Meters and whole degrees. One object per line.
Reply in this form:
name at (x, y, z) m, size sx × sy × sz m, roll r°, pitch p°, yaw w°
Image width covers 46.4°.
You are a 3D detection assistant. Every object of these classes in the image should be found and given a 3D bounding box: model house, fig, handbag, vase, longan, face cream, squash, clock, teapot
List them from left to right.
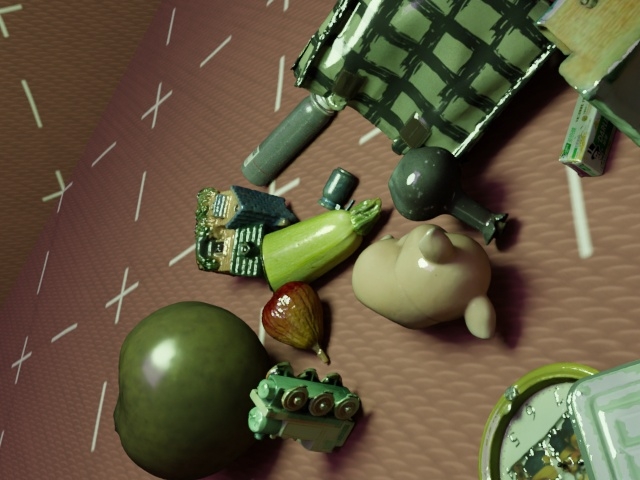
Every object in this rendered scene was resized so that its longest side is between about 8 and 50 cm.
longan at (-0.231, 0.270, 1.353) m, size 0.319 × 0.319 × 0.319 m, roll -31°, pitch 46°, yaw 39°
model house at (-0.153, -0.015, 1.553) m, size 0.172 × 0.166 × 0.183 m, roll 0°, pitch 81°, yaw 50°
face cream at (-0.064, -0.229, 1.638) m, size 0.283 × 0.073 × 0.073 m, roll -41°, pitch 40°, yaw 30°
fig at (-0.049, 0.154, 1.344) m, size 0.119 × 0.119 × 0.153 m, roll -32°, pitch 52°, yaw 38°
squash at (-0.008, 0.008, 1.371) m, size 0.287 × 0.137 × 0.137 m, roll -28°, pitch 48°, yaw 39°
teapot at (0.038, -0.094, 1.450) m, size 0.083 × 0.063 × 0.049 m, roll -62°, pitch 3°, yaw 8°
handbag at (0.167, -0.300, 1.167) m, size 0.327 × 0.325 × 0.162 m, roll -53°, pitch 0°, yaw 23°
vase at (0.194, -0.062, 1.116) m, size 0.183 × 0.120 × 0.120 m, roll 34°, pitch 99°, yaw 15°
clock at (0.289, 0.262, 0.873) m, size 0.237 × 0.057 × 0.237 m, roll -32°, pitch 47°, yaw 41°
model house at (0.411, -0.308, 0.958) m, size 0.267 × 0.194 × 0.325 m, roll -48°, pitch 35°, yaw 21°

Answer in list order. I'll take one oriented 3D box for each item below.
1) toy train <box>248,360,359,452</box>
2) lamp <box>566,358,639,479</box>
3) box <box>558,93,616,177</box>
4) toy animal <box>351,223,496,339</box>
toy train at (-0.027, 0.267, 1.171) m, size 0.081 × 0.194 × 0.125 m, roll 41°, pitch 109°, yaw 51°
lamp at (0.395, 0.222, 0.706) m, size 0.266 × 0.047 × 0.269 m, roll -26°, pitch 50°, yaw 24°
box at (0.388, -0.191, 1.033) m, size 0.041 × 0.050 × 0.207 m, roll 7°, pitch 75°, yaw 56°
toy animal at (0.145, 0.055, 1.103) m, size 0.154 × 0.166 × 0.250 m, roll -59°, pitch 20°, yaw -22°
